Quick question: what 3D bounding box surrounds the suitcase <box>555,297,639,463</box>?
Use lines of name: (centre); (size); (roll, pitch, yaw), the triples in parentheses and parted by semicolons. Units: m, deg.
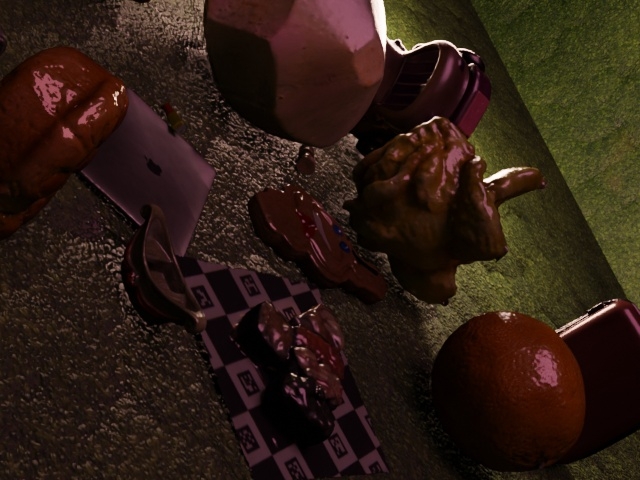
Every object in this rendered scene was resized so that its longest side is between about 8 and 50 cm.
suitcase: (0.512, 0.266, 2.021); (0.236, 0.297, 0.161); (60, 17, 13)

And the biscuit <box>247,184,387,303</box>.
biscuit: (0.004, 0.007, 1.753); (0.320, 0.047, 0.183); (41, 29, -29)

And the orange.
orange: (0.307, 0.251, 1.749); (0.264, 0.264, 0.264); (41, 27, -26)

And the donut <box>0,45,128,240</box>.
donut: (-0.301, -0.102, 1.121); (0.114, 0.226, 0.226); (43, 25, -8)

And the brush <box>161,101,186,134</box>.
brush: (-0.220, -0.184, 1.606); (0.021, 0.019, 0.083); (54, 0, -39)

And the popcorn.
popcorn: (0.211, -0.068, 1.895); (0.290, 0.321, 0.325); (40, 9, -29)

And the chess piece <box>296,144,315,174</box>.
chess piece: (-0.025, -0.154, 1.928); (0.035, 0.035, 0.092); (44, 22, -22)

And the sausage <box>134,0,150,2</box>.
sausage: (-0.327, -0.425, 1.673); (0.179, 0.089, 0.089); (14, 45, -52)

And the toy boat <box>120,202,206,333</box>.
toy boat: (-0.195, 0.044, 1.298); (0.089, 0.071, 0.185); (18, 42, -55)

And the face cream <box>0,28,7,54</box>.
face cream: (-0.473, -0.336, 1.300); (0.283, 0.073, 0.073); (59, 24, 12)

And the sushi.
sushi: (-0.019, 0.161, 1.448); (0.339, 0.069, 0.320); (16, 47, -55)

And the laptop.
laptop: (-0.235, -0.097, 1.485); (0.187, 0.015, 0.269); (45, 25, -18)

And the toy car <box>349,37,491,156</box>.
toy car: (0.149, -0.304, 2.109); (0.240, 0.271, 0.341); (38, -14, -37)

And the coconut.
coconut: (-0.027, -0.334, 1.840); (0.352, 0.352, 0.352); (41, 27, -26)
